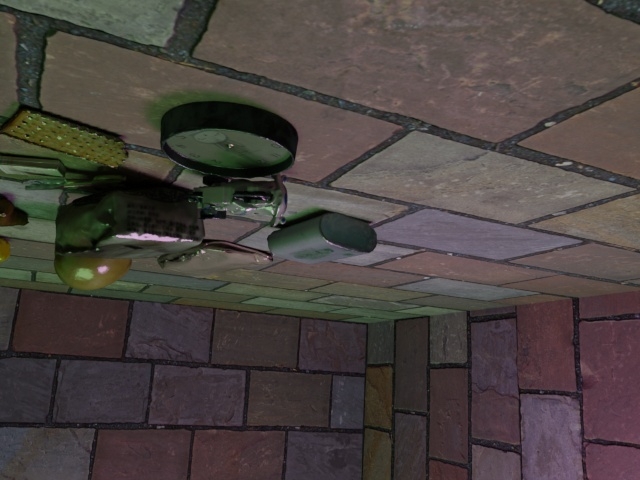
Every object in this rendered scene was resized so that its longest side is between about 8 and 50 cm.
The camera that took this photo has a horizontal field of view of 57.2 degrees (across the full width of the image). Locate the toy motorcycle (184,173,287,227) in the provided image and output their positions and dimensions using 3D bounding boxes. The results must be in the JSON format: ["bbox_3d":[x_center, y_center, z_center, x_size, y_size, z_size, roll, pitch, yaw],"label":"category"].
[{"bbox_3d":[-0.144,-0.077,1.074,0.221,0.102,0.150,3,-178,43],"label":"toy motorcycle"}]

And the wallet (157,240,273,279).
[{"bbox_3d":[-0.337,0.059,1.811,0.336,0.068,0.275,-12,165,28],"label":"wallet"}]

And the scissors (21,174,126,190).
[{"bbox_3d":[-0.475,-0.110,1.142,0.187,0.019,0.133,-3,175,-20],"label":"scissors"}]

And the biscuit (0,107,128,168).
[{"bbox_3d":[-0.407,-0.165,0.967,0.203,0.016,0.144,15,162,-39],"label":"biscuit"}]

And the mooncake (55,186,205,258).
[{"bbox_3d":[-0.399,-0.037,1.226,0.250,0.136,0.254,-10,170,40],"label":"mooncake"}]

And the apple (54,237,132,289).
[{"bbox_3d":[-0.576,0.030,1.480,0.200,0.199,0.200,3,167,1],"label":"apple"}]

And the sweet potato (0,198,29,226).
[{"bbox_3d":[-0.754,-0.062,1.406,0.069,0.059,0.249,-6,174,-16],"label":"sweet potato"}]

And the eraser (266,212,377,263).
[{"bbox_3d":[0.000,0.000,1.434,0.174,0.081,0.227,13,164,-34],"label":"eraser"}]

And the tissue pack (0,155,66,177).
[{"bbox_3d":[-0.539,-0.137,1.096,0.108,0.023,0.056,4,168,-9],"label":"tissue pack"}]

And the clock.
[{"bbox_3d":[-0.142,-0.149,0.919,0.215,0.041,0.215,2,167,1],"label":"clock"}]

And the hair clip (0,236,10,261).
[{"bbox_3d":[-0.979,0.012,1.753,0.046,0.072,0.173,5,158,6],"label":"hair clip"}]
